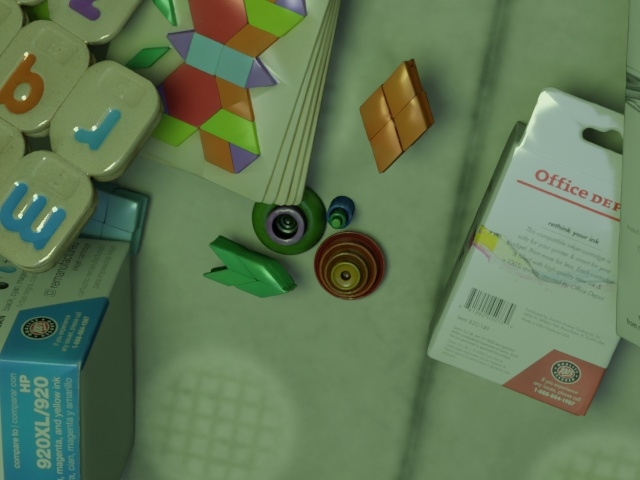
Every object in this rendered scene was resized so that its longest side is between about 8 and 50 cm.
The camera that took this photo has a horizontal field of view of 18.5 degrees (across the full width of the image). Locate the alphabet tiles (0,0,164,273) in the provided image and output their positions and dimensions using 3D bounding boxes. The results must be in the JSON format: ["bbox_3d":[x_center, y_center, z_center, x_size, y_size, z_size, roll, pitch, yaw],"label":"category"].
[{"bbox_3d":[-0.242,-0.101,1.257,0.284,0.021,0.278,32,83,21],"label":"alphabet tiles"}]

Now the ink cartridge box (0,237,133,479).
[{"bbox_3d":[-0.253,0.099,1.295,0.233,0.171,0.168,4,118,4],"label":"ink cartridge box"}]

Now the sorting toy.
[{"bbox_3d":[0.000,0.000,1.320,0.102,0.042,0.061,34,106,-3],"label":"sorting toy"}]

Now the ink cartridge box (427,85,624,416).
[{"bbox_3d":[0.159,0.001,1.289,0.115,0.067,0.198,22,107,-1],"label":"ink cartridge box"}]

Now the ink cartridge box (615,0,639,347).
[{"bbox_3d":[0.298,-0.071,1.189,0.207,0.117,0.283,-6,105,-22],"label":"ink cartridge box"}]

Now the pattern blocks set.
[{"bbox_3d":[-0.064,-0.121,1.267,0.285,0.026,0.324,10,111,19],"label":"pattern blocks set"}]
